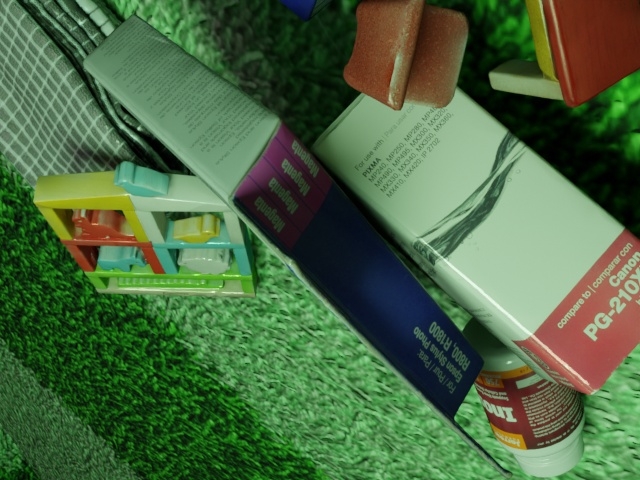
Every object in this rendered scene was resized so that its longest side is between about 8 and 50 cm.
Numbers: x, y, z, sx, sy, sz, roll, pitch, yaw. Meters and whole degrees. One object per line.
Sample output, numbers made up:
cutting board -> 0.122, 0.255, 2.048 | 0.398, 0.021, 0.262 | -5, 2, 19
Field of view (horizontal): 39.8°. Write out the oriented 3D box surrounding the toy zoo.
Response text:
toy zoo -> -0.171, -0.006, 0.918 | 0.192, 0.030, 0.293 | 1, 156, 2

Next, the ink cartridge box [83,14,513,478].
ink cartridge box -> 0.000, 0.000, 0.670 | 0.330, 0.071, 0.324 | 40, 175, 46

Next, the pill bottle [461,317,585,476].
pill bottle -> 0.185, 0.135, 0.788 | 0.086, 0.086, 0.152 | 5, 129, 45

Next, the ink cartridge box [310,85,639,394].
ink cartridge box -> 0.115, -0.010, 0.635 | 0.237, 0.100, 0.172 | 42, 179, 6

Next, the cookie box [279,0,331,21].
cookie box -> -0.020, -0.234, 0.660 | 0.092, 0.040, 0.107 | 41, 146, 7

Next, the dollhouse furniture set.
dollhouse furniture set -> 0.062, -0.211, 0.416 | 0.152, 0.201, 0.374 | 34, 151, 57

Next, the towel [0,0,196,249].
towel -> -0.257, -0.133, 0.956 | 0.284, 0.121, 0.235 | 49, 146, -5
